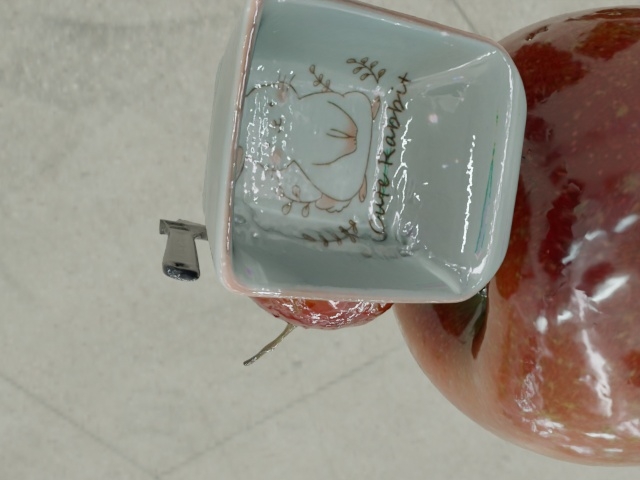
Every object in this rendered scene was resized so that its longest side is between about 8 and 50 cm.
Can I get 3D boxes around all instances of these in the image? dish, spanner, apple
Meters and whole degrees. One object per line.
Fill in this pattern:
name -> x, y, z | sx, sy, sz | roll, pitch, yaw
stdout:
dish -> 0.025, -0.046, 0.665 | 0.234, 0.064, 0.154 | 6, 93, -42
spanner -> -0.103, 0.005, 0.921 | 0.046, 0.208, 0.012 | 13, 99, -8
apple -> 0.210, 0.000, 0.892 | 0.276, 0.348, 0.348 | -10, 137, -22

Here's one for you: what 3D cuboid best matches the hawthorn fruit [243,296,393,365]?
hawthorn fruit -> 0.000, 0.000, 0.821 | 0.162, 0.162, 0.204 | 1, 101, -13
